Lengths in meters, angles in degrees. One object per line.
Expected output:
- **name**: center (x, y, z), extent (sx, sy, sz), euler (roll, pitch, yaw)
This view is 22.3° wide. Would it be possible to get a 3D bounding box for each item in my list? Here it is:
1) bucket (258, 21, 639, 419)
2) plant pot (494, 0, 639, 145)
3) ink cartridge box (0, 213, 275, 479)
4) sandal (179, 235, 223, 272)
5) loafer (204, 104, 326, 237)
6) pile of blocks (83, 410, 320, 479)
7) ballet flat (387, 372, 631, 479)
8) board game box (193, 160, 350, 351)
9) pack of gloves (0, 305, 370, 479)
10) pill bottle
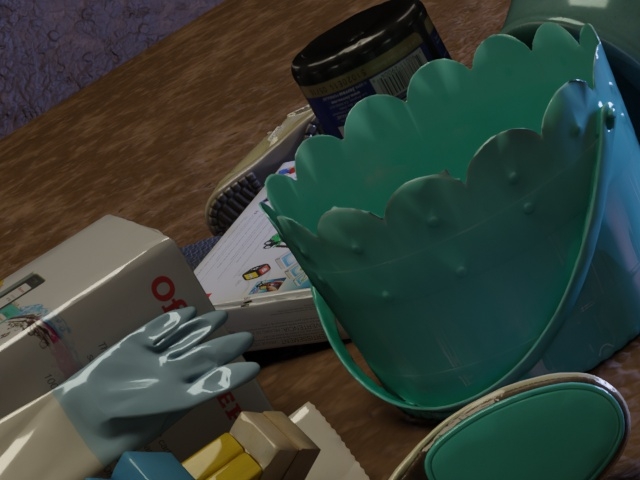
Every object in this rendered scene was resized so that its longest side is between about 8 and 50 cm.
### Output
- **bucket**: center (0.112, -0.013, 1.163), extent (0.281, 0.183, 0.281), euler (-28, 16, 9)
- **plant pot**: center (0.273, -0.183, 1.296), extent (0.272, 0.271, 0.255), euler (-6, 41, 54)
- **ink cartridge box**: center (-0.198, 0.137, 1.215), extent (0.270, 0.198, 0.197), euler (-33, 16, -14)
- **sandal**: center (-0.201, 0.064, 1.705), extent (0.254, 0.054, 0.097), euler (-14, 28, 17)
- **loafer**: center (-0.013, -0.096, 1.747), extent (0.268, 0.102, 0.092), euler (-31, 23, -2)
- **pile of blocks**: center (-0.133, 0.230, 0.942), extent (0.362, 0.149, 0.112), euler (-38, 52, -16)
- **ballet flat**: center (0.066, 0.158, 0.941), extent (0.248, 0.086, 0.086), euler (-33, 17, -7)
- **board game box**: center (0.000, 0.000, 1.486), extent (0.193, 0.053, 0.305), euler (-9, 25, 28)
- **pack of gloves**: center (-0.109, 0.166, 1.093), extent (0.232, 0.195, 0.046), euler (-33, -21, -14)
- **pill bottle**: center (0.077, -0.082, 1.352), extent (0.123, 0.219, 0.123), euler (-27, 17, 9)
